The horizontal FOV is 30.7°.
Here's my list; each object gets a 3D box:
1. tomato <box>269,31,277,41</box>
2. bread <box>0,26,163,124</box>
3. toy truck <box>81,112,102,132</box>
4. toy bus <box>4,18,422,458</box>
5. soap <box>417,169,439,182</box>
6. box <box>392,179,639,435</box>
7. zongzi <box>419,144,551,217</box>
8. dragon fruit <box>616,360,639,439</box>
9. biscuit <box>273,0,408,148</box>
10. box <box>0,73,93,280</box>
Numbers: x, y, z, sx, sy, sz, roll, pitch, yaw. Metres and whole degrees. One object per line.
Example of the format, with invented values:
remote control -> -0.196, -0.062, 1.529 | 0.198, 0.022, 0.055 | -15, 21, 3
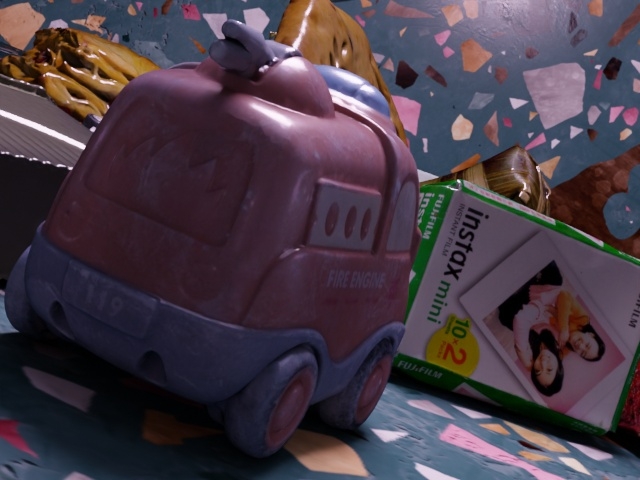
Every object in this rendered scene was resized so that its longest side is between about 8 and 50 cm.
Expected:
tomato -> -0.043, -0.203, 2.036 | 0.304, 0.303, 0.239 | 17, 36, -29
bread -> -0.309, -0.203, 1.694 | 0.325, 0.167, 0.277 | 15, 9, -33
toy truck -> -0.204, -0.068, 1.251 | 0.116, 0.110, 0.216 | 32, 7, -1
toy bus -> -0.042, -0.011, 0.761 | 0.197, 0.231, 0.294 | 24, 8, 23
soap -> 0.170, -0.031, 1.881 | 0.262, 0.150, 0.094 | 20, 2, -14
box -> 0.174, 0.063, 1.075 | 0.250, 0.180, 0.103 | 21, -5, -16
zongzi -> 0.213, 0.020, 1.671 | 0.286, 0.134, 0.288 | -15, -42, 22
dragon fruit -> 0.356, 0.157, 1.173 | 0.161, 0.126, 0.274 | 28, 12, -32
biscuit -> 0.032, -0.073, 1.169 | 0.046, 0.359, 0.359 | -9, -4, 20
box -> -0.257, -0.053, 0.872 | 0.178, 0.138, 0.274 | 30, 11, 28
